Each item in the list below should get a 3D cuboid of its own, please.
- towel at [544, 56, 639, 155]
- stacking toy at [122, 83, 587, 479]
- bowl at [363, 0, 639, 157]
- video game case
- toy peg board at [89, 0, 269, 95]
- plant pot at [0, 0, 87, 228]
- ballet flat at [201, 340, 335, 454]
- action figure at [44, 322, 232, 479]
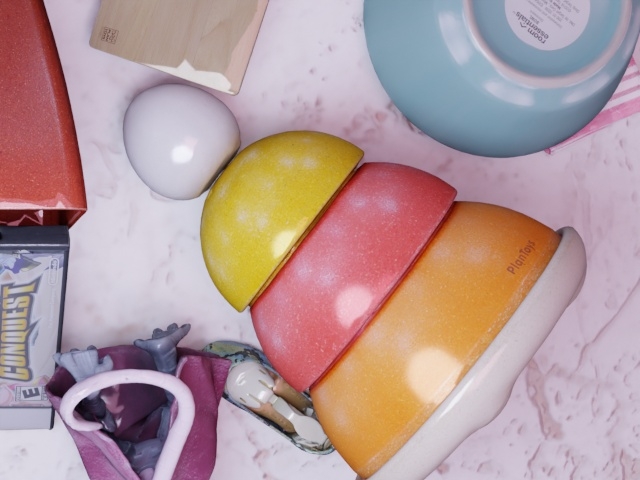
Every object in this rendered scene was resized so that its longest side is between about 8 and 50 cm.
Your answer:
[{"bbox_3d":[0.279,-0.210,1.705,0.144,0.029,0.197,-26,104,-10],"label":"towel"},{"bbox_3d":[0.000,0.000,1.572,0.480,0.350,0.350,40,88,2],"label":"stacking toy"},{"bbox_3d":[0.212,-0.245,1.591,0.311,0.163,0.311,0,91,-10],"label":"bowl"},{"bbox_3d":[-0.381,0.093,1.504,0.248,0.035,0.275,0,134,-14],"label":"video game case"},{"bbox_3d":[-0.135,-0.250,1.577,0.160,0.079,0.161,18,94,-1],"label":"toy peg board"},{"bbox_3d":[-0.366,-0.132,1.443,0.267,0.267,0.236,1,86,-14],"label":"plant pot"},{"bbox_3d":[-0.049,0.173,1.665,0.188,0.070,0.070,34,90,-17],"label":"ballet flat"},{"bbox_3d":[-0.156,0.280,1.550,0.248,0.276,0.370,-6,96,-17],"label":"action figure"}]
